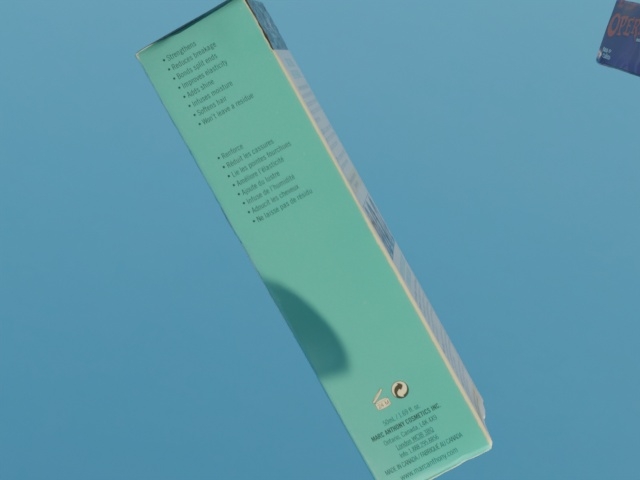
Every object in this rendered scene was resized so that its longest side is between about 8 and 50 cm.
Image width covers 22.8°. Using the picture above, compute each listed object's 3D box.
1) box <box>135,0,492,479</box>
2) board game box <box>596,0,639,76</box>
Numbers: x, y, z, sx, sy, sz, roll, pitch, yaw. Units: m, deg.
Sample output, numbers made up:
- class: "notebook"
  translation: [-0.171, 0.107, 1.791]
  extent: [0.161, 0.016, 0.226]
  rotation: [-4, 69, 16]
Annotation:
- class: "box"
  translation: [0.000, 0.000, 0.783]
  extent: [0.244, 0.060, 0.100]
  rotation: [61, -174, -4]
- class: "board game box"
  translation: [0.353, -0.062, 0.901]
  extent: [0.347, 0.056, 0.208]
  rotation: [14, -174, -16]
